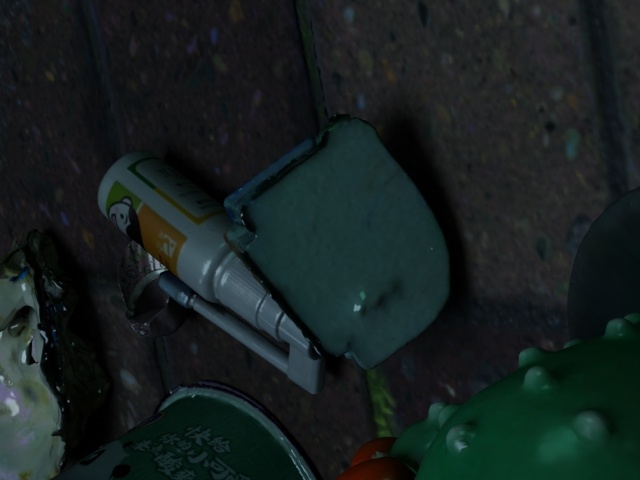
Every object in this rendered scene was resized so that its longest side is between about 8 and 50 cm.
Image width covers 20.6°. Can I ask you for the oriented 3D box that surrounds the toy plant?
[{"bbox_3d":[0.175,0.070,0.737,0.279,0.400,0.185,32,131,35],"label":"toy plant"}]

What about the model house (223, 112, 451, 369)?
[{"bbox_3d":[0.000,0.000,1.161,0.148,0.119,0.149,52,170,-15],"label":"model house"}]

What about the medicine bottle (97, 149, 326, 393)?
[{"bbox_3d":[-0.074,0.024,1.278,0.221,0.061,0.092,37,138,31],"label":"medicine bottle"}]

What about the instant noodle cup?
[{"bbox_3d":[-0.129,0.256,1.346,0.251,0.190,0.251,25,125,41],"label":"instant noodle cup"}]

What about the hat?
[{"bbox_3d":[-0.123,0.035,1.363,0.058,0.042,0.087,-13,65,28],"label":"hat"}]

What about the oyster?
[{"bbox_3d":[-0.277,0.114,1.514,0.198,0.092,0.259,21,118,28],"label":"oyster"}]
